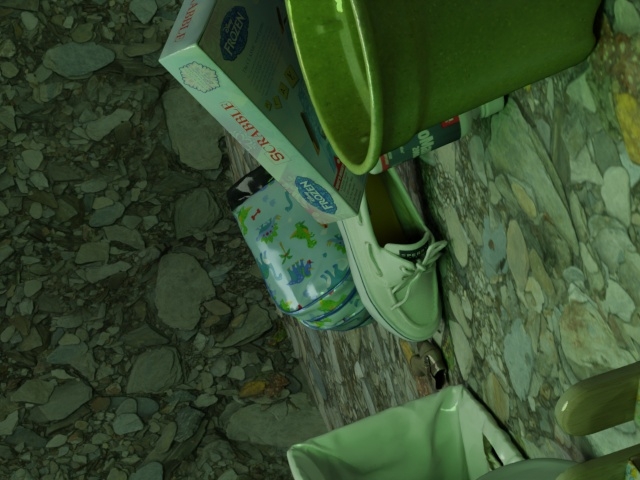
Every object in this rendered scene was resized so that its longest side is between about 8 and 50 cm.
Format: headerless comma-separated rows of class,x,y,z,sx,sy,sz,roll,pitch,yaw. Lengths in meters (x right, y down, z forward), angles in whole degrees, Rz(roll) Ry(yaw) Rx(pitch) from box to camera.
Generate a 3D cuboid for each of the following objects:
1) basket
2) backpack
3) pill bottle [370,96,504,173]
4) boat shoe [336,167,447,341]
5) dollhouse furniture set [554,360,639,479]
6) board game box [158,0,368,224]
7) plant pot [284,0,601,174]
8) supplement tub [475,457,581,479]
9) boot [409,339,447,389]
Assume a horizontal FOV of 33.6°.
basket,0.157,0.451,1.656,0.328,0.331,0.266,-127,21,-63
backpack,0.000,0.000,1.944,0.355,0.290,0.273,63,-162,8
pill bottle,0.123,-0.161,1.280,0.108,0.180,0.108,157,90,-87
boat shoe,0.133,0.014,1.677,0.156,0.136,0.367,15,131,57
dollhouse furniture set,0.306,0.376,0.966,0.362,0.257,0.394,-118,16,-48
board game box,-0.033,-0.238,1.324,0.318,0.066,0.318,46,-135,-36
plant pot,0.120,-0.229,1.032,0.276,0.254,0.276,164,90,-80
supplement tub,0.291,0.459,1.302,0.207,0.207,0.337,-138,34,-71
boot,0.197,0.233,1.900,0.118,0.042,0.087,84,163,-46
